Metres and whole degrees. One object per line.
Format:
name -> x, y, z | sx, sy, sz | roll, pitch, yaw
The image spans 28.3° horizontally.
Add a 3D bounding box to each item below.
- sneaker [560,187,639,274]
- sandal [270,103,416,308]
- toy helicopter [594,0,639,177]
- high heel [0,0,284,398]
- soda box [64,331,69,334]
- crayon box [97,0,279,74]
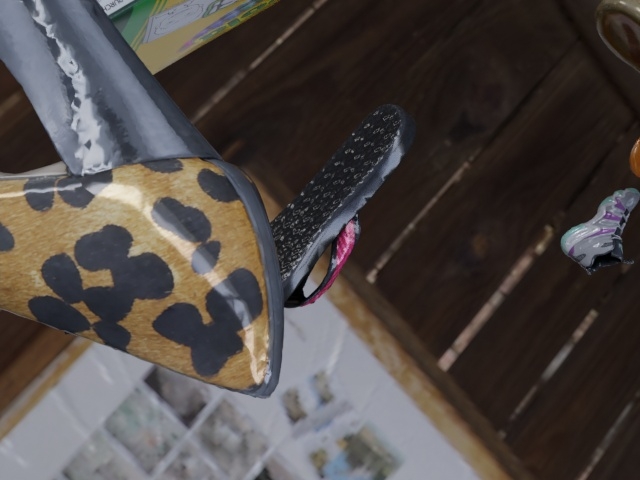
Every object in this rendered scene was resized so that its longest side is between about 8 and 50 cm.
sneaker -> 0.301, -0.003, 1.292 | 0.038, 0.098, 0.069 | 40, -170, -51
sandal -> 0.000, 0.000, 0.741 | 0.040, 0.179, 0.067 | 38, -173, -31
toy helicopter -> 0.360, -0.087, 1.135 | 0.355, 0.140, 0.235 | 48, 169, -14
high heel -> -0.139, 0.034, 0.440 | 0.261, 0.093, 0.186 | -41, 76, 21
soda box -> -0.194, 0.055, 1.355 | 0.169, 0.060, 0.053 | -5, 138, -1
crayon box -> -0.078, -0.311, 1.292 | 0.106, 0.363, 0.313 | 61, -175, 2
